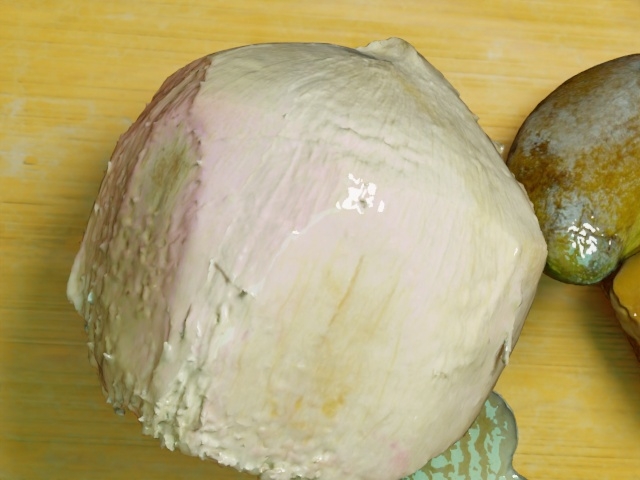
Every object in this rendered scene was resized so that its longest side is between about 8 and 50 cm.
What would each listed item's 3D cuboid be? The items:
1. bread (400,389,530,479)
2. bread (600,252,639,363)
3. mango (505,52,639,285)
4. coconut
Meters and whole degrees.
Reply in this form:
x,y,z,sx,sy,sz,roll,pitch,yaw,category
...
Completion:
x,y,z,sx,sy,sz,roll,pitch,yaw,category
0.135,0.249,1.249,0.172,0.064,0.232,-27,90,-5,bread
0.450,0.027,1.241,0.344,0.149,0.195,-29,93,-6,bread
0.275,-0.066,1.181,0.192,0.146,0.316,19,48,27,mango
0.000,0.000,1.085,0.404,0.404,0.405,0,89,-6,coconut
